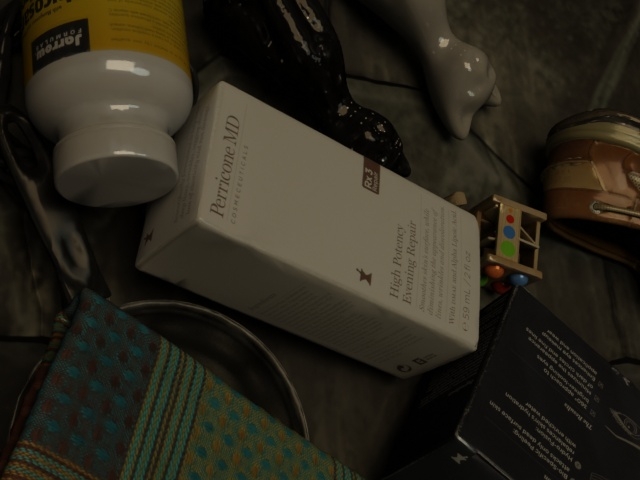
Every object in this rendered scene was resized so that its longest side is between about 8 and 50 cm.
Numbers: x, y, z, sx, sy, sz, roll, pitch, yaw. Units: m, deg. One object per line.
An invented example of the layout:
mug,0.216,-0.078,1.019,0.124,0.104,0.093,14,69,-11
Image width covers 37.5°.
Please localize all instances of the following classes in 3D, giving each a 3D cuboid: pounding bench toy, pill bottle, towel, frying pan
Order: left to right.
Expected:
frying pan,-0.146,0.092,0.592,0.326,0.053,0.197,44,58,-7
pill bottle,-0.136,-0.119,0.598,0.103,0.103,0.184,1,67,-25
towel,-0.034,0.229,0.513,0.370,0.040,0.271,41,42,-29
pounding bench toy,0.132,0.003,0.764,0.083,0.052,0.065,19,65,-18

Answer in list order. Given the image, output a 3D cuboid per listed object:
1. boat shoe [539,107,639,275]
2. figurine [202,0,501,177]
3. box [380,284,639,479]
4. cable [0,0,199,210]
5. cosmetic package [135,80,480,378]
boat shoe,0.330,0.008,0.829,0.324,0.122,0.119,25,68,-7
figurine,0.045,-0.153,0.770,0.215,0.092,0.209,-37,97,-32
box,0.150,0.146,0.677,0.156,0.093,0.158,41,44,-6
cable,-0.173,-0.111,0.670,0.150,0.047,0.184,42,63,-1
cosmetic package,0.000,0.000,0.655,0.231,0.085,0.117,25,52,-29
